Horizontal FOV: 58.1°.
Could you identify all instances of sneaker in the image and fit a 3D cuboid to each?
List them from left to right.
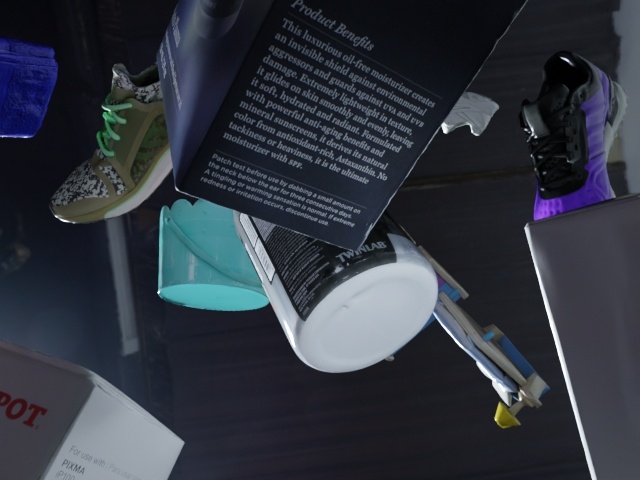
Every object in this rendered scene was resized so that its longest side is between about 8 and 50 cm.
[{"bbox_3d":[-0.302,-0.202,0.936,0.158,0.410,0.182,46,177,42],"label":"sneaker"},{"bbox_3d":[0.311,-0.329,1.422,0.115,0.232,0.090,-68,-18,13],"label":"sneaker"},{"bbox_3d":[0.302,-0.115,0.732,0.102,0.146,0.293,-13,54,49],"label":"sneaker"}]

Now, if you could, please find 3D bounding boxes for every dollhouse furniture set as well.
[{"bbox_3d":[0.167,0.161,0.936,0.286,0.198,0.303,40,-169,-35],"label":"dollhouse furniture set"}]

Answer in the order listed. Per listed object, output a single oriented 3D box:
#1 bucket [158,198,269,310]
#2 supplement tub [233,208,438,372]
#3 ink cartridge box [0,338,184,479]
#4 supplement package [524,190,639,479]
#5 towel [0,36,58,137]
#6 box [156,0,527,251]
[{"bbox_3d":[-0.223,0.040,1.263,0.281,0.281,0.183,87,-176,-71],"label":"bucket"},{"bbox_3d":[0.000,0.000,0.772,0.194,0.193,0.316,84,162,-44],"label":"supplement tub"},{"bbox_3d":[-0.245,0.209,0.351,0.283,0.207,0.117,-65,-33,-28],"label":"ink cartridge box"},{"bbox_3d":[0.282,0.100,0.373,0.177,0.175,0.293,-11,-94,-48],"label":"supplement package"},{"bbox_3d":[-0.717,-0.322,1.212,0.308,0.076,0.228,-10,-50,-58],"label":"towel"},{"bbox_3d":[-0.004,-0.208,0.506,0.294,0.182,0.296,-56,34,23],"label":"box"}]
